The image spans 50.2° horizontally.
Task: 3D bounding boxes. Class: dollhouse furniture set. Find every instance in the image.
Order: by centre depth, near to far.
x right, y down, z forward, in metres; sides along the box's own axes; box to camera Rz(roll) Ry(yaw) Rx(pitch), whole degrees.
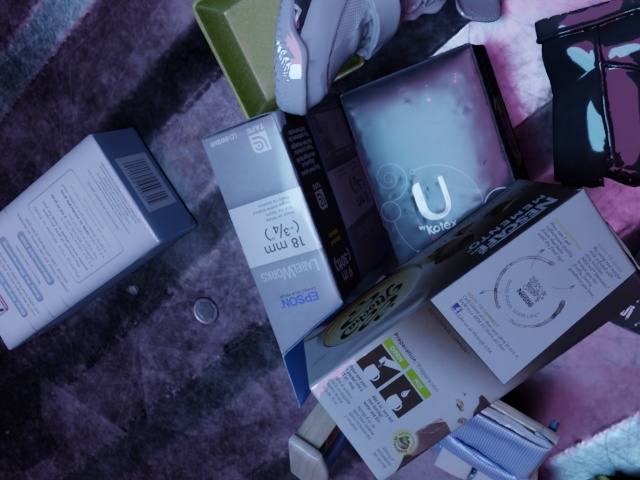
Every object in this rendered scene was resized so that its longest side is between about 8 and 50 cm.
[{"bbox_3d":[0.141,0.254,0.833,0.303,0.198,0.286,29,150,18],"label":"dollhouse furniture set"}]

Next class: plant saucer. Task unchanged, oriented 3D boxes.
[{"bbox_3d":[-0.053,-0.278,0.915,0.188,0.045,0.188,-24,95,24],"label":"plant saucer"}]

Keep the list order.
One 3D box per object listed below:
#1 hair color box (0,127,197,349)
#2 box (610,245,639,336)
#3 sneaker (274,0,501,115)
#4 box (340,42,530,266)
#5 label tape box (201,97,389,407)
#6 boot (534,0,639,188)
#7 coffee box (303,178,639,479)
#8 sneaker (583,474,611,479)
[{"bbox_3d":[-0.399,0.003,1.088,0.374,0.113,0.185,-32,91,24],"label":"hair color box"},{"bbox_3d":[0.472,0.031,0.795,0.183,0.056,0.231,27,113,13],"label":"box"},{"bbox_3d":[0.095,-0.277,0.742,0.210,0.137,0.366,21,72,8],"label":"sneaker"},{"bbox_3d":[0.158,-0.083,0.835,0.165,0.143,0.270,-18,97,23],"label":"box"},{"bbox_3d":[0.000,0.000,0.866,0.106,0.240,0.334,-16,99,22],"label":"label tape box"},{"bbox_3d":[0.372,-0.170,0.756,0.246,0.094,0.207,-10,100,25],"label":"boot"},{"bbox_3d":[0.136,0.074,0.674,0.297,0.168,0.119,-36,98,3],"label":"coffee box"},{"bbox_3d":[0.352,0.392,0.883,0.384,0.145,0.147,-27,69,3],"label":"sneaker"}]
